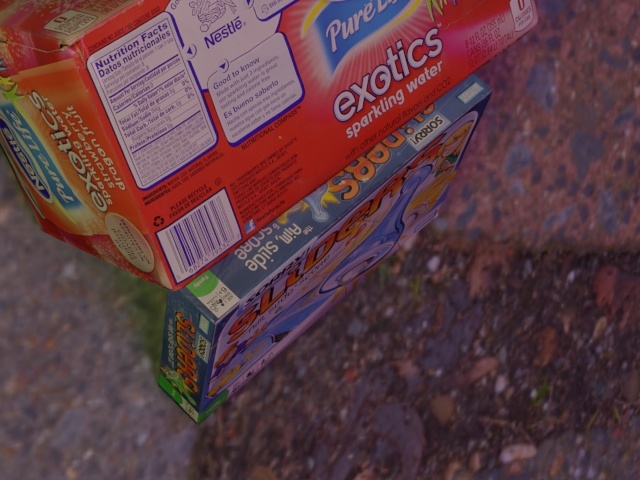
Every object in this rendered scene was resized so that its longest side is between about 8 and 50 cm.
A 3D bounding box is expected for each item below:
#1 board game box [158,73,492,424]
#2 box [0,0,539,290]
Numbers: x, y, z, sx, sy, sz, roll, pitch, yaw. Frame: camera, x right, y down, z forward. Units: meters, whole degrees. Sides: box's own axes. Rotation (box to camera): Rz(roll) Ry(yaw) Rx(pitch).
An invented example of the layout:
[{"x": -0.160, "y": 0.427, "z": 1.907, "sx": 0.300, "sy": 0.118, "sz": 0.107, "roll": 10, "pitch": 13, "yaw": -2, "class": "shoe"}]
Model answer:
[{"x": 0.000, "y": 0.000, "z": 0.718, "sx": 0.201, "sy": 0.035, "sz": 0.136, "roll": -40, "pitch": 164, "yaw": -24, "class": "board game box"}, {"x": -0.029, "y": -0.107, "z": 0.645, "sx": 0.257, "sy": 0.123, "sz": 0.128, "roll": -38, "pitch": 126, "yaw": -27, "class": "box"}]
